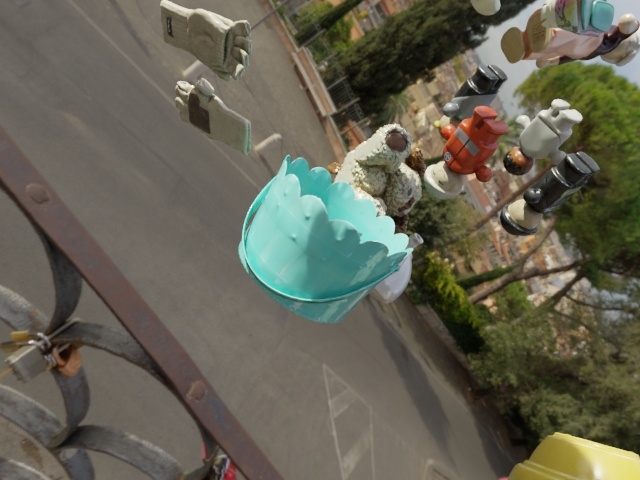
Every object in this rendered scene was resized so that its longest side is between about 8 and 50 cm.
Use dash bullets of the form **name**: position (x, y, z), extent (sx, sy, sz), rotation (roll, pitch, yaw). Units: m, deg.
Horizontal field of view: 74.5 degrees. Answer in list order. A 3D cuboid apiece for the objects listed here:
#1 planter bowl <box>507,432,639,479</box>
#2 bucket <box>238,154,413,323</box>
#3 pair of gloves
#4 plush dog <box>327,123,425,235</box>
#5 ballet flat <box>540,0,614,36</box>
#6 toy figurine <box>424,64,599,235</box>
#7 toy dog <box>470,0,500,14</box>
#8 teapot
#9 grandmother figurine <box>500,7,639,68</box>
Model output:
- **planter bowl**: position (0.365, 0.318, 0.565), extent (0.217, 0.217, 0.091), rotation (34, 64, -44)
- **bucket**: position (0.000, 0.000, 0.753), extent (0.281, 0.183, 0.281), rotation (32, 18, -12)
- **pair of gloves**: position (-0.200, -0.293, 0.772), extent (0.042, 0.204, 0.240), rotation (-39, 145, -40)
- **plush dog**: position (0.153, -0.133, 1.038), extent (0.225, 0.210, 0.263), rotation (16, 94, -33)
- **ballet flat**: position (0.404, -0.366, 0.674), extent (0.221, 0.079, 0.077), rotation (-17, 115, -45)
- **toy figurine**: position (0.272, -0.133, 0.634), extent (0.212, 0.148, 0.210), rotation (22, 49, -6)
- **toy dog**: position (0.349, -0.705, 0.799), extent (0.395, 0.284, 0.408), rotation (42, 61, -38)
- **teapot**: position (0.161, 0.036, 1.168), extent (0.256, 0.187, 0.252), rotation (37, -9, 35)
- **grandmother figurine**: position (0.576, -0.436, 0.914), extent (0.342, 0.207, 0.104), rotation (-9, 103, -24)
